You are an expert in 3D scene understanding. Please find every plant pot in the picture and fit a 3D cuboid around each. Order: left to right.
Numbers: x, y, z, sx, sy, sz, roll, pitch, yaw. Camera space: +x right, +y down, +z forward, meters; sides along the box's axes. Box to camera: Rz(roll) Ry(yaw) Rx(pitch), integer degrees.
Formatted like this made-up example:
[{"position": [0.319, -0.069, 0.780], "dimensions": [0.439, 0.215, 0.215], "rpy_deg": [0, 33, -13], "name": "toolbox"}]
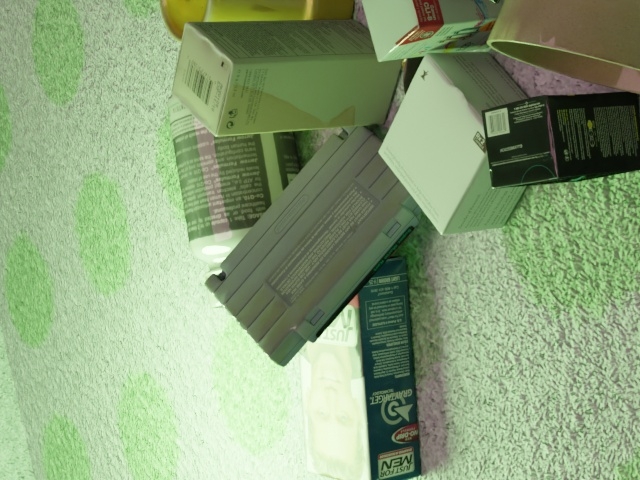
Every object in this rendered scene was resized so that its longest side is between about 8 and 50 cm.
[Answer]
[{"position": [-0.114, -0.395, 2.144], "dimensions": [0.254, 0.239, 0.254], "rpy_deg": [11, 104, 53], "name": "plant pot"}, {"position": [0.351, -0.322, 1.533], "dimensions": [0.256, 0.256, 0.274], "rpy_deg": [21, 96, 51], "name": "plant pot"}]

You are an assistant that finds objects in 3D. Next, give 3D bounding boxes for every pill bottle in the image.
[{"position": [-0.129, -0.078, 2.248], "dimensions": [0.204, 0.204, 0.361], "rpy_deg": [-16, 82, 54], "name": "pill bottle"}]

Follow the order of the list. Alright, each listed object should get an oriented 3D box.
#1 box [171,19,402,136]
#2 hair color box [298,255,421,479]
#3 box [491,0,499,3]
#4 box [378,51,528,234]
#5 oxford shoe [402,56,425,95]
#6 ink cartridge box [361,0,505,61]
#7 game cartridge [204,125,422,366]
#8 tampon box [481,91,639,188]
[{"position": [-0.047, -0.246, 2.010], "dimensions": [0.148, 0.311, 0.121], "rpy_deg": [45, 130, 42], "name": "box"}, {"position": [0.055, 0.200, 2.124], "dimensions": [0.174, 0.105, 0.347], "rpy_deg": [1, 97, 54], "name": "hair color box"}, {"position": [0.252, -0.445, 1.624], "dimensions": [0.103, 0.184, 0.261], "rpy_deg": [32, 139, 5], "name": "box"}, {"position": [0.198, -0.135, 1.853], "dimensions": [0.181, 0.119, 0.182], "rpy_deg": [56, 137, 33], "name": "box"}, {"position": [0.150, -0.271, 1.958], "dimensions": [0.076, 0.076, 0.212], "rpy_deg": [-130, 35, -81], "name": "oxford shoe"}, {"position": [0.163, -0.327, 1.808], "dimensions": [0.128, 0.176, 0.127], "rpy_deg": [-33, 70, 63], "name": "ink cartridge box"}, {"position": [0.000, 0.000, 2.044], "dimensions": [0.355, 0.068, 0.230], "rpy_deg": [-49, 48, 3], "name": "game cartridge"}, {"position": [0.301, -0.124, 1.672], "dimensions": [0.120, 0.161, 0.101], "rpy_deg": [-9, 88, 53], "name": "tampon box"}]
